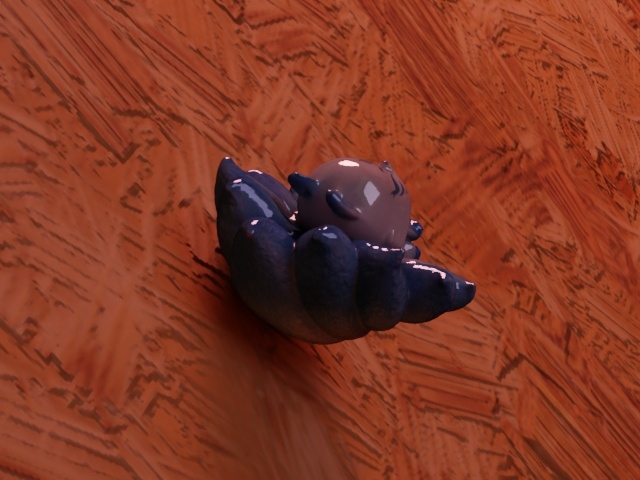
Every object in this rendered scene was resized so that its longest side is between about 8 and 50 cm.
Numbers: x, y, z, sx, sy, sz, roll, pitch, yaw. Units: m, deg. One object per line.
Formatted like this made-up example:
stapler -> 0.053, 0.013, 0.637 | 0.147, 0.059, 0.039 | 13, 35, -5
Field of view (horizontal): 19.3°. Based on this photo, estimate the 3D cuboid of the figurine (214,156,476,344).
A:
figurine -> 0.000, 0.000, 0.744 | 0.114, 0.079, 0.114 | 33, 7, -5
